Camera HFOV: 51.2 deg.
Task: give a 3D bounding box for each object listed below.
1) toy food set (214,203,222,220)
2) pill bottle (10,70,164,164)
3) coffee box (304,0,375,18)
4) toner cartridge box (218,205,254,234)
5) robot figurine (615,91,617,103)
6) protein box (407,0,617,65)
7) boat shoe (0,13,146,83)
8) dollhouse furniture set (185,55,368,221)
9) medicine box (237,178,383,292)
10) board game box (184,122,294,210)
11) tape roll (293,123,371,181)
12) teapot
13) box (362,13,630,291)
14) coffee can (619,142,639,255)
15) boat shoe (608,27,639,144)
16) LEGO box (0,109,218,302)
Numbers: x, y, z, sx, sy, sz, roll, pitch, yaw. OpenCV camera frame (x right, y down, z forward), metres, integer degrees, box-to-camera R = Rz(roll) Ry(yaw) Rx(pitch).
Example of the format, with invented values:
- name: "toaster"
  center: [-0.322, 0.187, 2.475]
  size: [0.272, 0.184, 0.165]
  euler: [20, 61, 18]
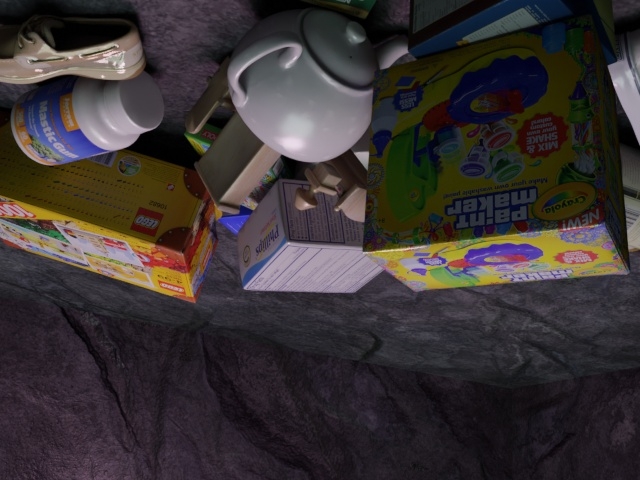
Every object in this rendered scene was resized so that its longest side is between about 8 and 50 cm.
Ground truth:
- name: "toy food set"
  center: [-0.286, -0.111, 1.628]
  size: [0.128, 0.071, 0.218]
  euler: [34, 156, -19]
- name: "pill bottle"
  center: [-0.431, -0.235, 1.248]
  size: [0.272, 0.152, 0.152]
  euler: [-8, 155, 31]
- name: "coffee box"
  center: [0.045, -0.382, 0.902]
  size: [0.113, 0.040, 0.184]
  euler: [11, 158, -16]
- name: "toner cartridge box"
  center: [-0.121, -0.028, 1.804]
  size: [0.165, 0.075, 0.348]
  euler: [-3, 157, 23]
- name: "robot figurine"
  center: [0.384, -0.190, 1.107]
  size: [0.211, 0.085, 0.291]
  euler: [-26, 129, 16]
- name: "protein box"
  center: [0.259, -0.305, 0.913]
  size: [0.200, 0.135, 0.201]
  euler: [23, 153, -38]
- name: "boat shoe"
  center: [-0.445, -0.325, 1.094]
  size: [0.303, 0.109, 0.098]
  euler: [1, 154, -4]
- name: "dollhouse furniture set"
  center: [-0.038, -0.132, 1.235]
  size: [0.356, 0.303, 0.174]
  euler: [14, 126, -49]
- name: "medicine box"
  center: [0.000, 0.000, 1.447]
  size: [0.290, 0.149, 0.263]
  euler: [4, 154, -25]
- name: "board game box"
  center: [-0.148, -0.136, 1.474]
  size: [0.214, 0.046, 0.317]
  euler: [22, 164, 19]
- name: "tape roll"
  center: [0.134, -0.129, 1.485]
  size: [0.393, 0.071, 0.392]
  euler: [5, 159, 2]
- name: "teapot"
  center: [-0.005, -0.254, 0.997]
  size: [0.253, 0.255, 0.187]
  euler: [30, 138, -21]
- name: "box"
  center: [0.230, -0.097, 0.880]
  size: [0.290, 0.278, 0.177]
  euler: [-8, 155, 30]
- name: "coffee can"
  center: [0.604, -0.079, 1.314]
  size: [0.276, 0.201, 0.201]
  euler: [15, 157, -21]
- name: "boat shoe"
  center: [0.590, -0.222, 1.075]
  size: [0.157, 0.135, 0.367]
  euler: [-14, 142, 35]
- name: "LEGO box"
  center: [-0.504, -0.063, 1.533]
  size: [0.501, 0.193, 0.372]
  euler: [17, 158, 1]
